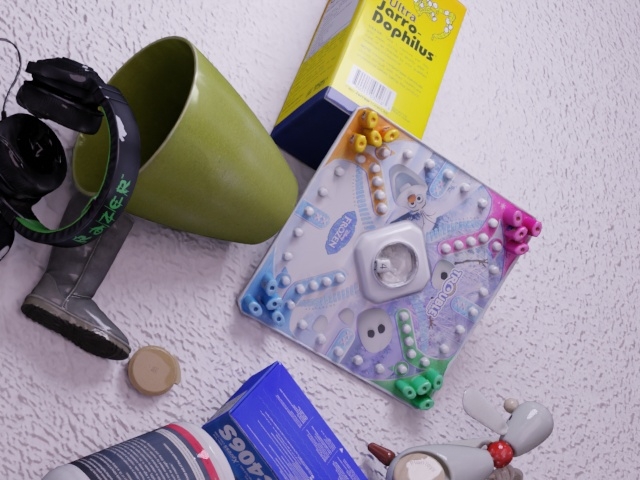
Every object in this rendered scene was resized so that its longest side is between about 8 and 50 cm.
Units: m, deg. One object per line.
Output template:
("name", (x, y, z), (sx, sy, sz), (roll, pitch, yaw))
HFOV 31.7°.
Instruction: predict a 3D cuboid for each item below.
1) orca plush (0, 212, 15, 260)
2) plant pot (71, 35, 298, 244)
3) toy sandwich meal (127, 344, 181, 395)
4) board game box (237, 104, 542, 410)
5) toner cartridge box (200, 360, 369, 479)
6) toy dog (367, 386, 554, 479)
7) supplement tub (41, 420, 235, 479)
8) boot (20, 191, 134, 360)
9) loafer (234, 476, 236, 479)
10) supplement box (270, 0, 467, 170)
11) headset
("orca plush", (-0.543, 0.015, 1.540), (0.287, 0.102, 0.151), (-7, 77, -33))
("plant pot", (-0.182, -0.120, 1.744), (0.293, 0.275, 0.274), (35, 57, -37))
("toy sandwich meal", (-0.253, 0.197, 1.704), (0.086, 0.029, 0.085), (8, 71, -25))
("board game box", (0.124, 0.040, 1.859), (0.390, 0.050, 0.390), (31, 91, -19))
("toner cartridge box", (-0.021, 0.371, 1.728), (0.347, 0.075, 0.165), (54, 36, -4))
("toy dog", (0.212, 0.345, 1.864), (0.334, 0.220, 0.161), (-12, 48, -42))
("supplement tub", (-0.265, 0.373, 1.532), (0.272, 0.191, 0.191), (-17, 82, -35))
("boot", (-0.330, 0.053, 1.689), (0.190, 0.076, 0.208), (36, 51, -19))
("loafer", (-0.135, 0.399, 1.672), (0.076, 0.078, 0.223), (-18, 83, -35))
("supplement box", (0.088, -0.297, 1.990), (0.195, 0.194, 0.356), (32, 59, -19))
("headset", (-0.418, -0.167, 1.605), (0.394, 0.243, 0.185), (49, 18, 30))
